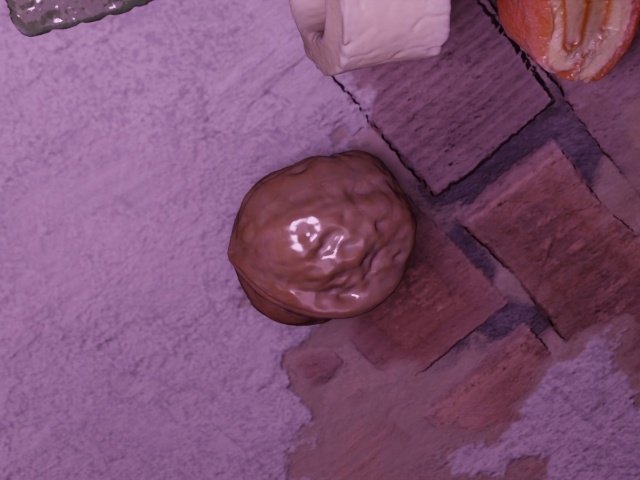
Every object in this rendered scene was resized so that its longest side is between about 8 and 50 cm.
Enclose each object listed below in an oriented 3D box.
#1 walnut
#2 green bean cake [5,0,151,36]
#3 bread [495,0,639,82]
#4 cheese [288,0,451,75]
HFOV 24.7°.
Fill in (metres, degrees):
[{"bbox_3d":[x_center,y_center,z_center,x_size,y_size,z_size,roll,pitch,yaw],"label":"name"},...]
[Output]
[{"bbox_3d":[-0.001,0.001,2.039,0.273,0.273,0.227,-16,89,-9],"label":"walnut"},{"bbox_3d":[-0.304,-0.383,1.776,0.223,0.125,0.227,-16,121,-6],"label":"green bean cake"},{"bbox_3d":[0.344,-0.331,2.021,0.190,0.123,0.244,-15,124,-11],"label":"bread"},{"bbox_3d":[0.042,-0.377,1.802,0.153,0.292,0.332,-11,110,-12],"label":"cheese"}]
